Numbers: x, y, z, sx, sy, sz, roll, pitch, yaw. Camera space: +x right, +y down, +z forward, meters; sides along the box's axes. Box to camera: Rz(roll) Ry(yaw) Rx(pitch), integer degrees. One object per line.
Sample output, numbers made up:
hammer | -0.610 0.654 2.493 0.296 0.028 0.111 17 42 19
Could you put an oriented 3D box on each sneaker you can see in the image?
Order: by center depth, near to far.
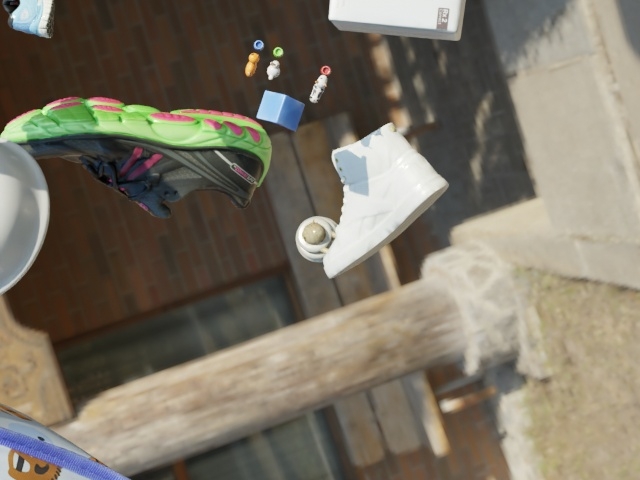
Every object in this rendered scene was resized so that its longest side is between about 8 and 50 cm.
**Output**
sneaker | -0.417 -0.351 1.705 0.162 0.073 0.063 -102 17 -50
sneaker | 0.067 -0.072 1.953 0.169 0.108 0.292 52 129 8
sneaker | -0.332 -0.140 2.134 0.185 0.483 0.202 -103 21 -71

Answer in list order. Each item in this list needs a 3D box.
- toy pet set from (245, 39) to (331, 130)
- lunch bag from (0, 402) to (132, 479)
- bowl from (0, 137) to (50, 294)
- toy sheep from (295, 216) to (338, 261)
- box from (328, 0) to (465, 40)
toy pet set | -0.055 -0.226 1.739 0.065 0.122 0.114 179 110 -87
lunch bag | -0.416 0.218 1.118 0.328 0.385 0.239 -4 62 62
bowl | -0.602 -0.049 1.933 0.298 0.298 0.134 66 -168 22
toy sheep | 0.000 0.000 2.108 0.132 0.091 0.091 64 -177 -71
box | 0.114 -0.377 1.646 0.119 0.182 0.181 -21 -62 -82
